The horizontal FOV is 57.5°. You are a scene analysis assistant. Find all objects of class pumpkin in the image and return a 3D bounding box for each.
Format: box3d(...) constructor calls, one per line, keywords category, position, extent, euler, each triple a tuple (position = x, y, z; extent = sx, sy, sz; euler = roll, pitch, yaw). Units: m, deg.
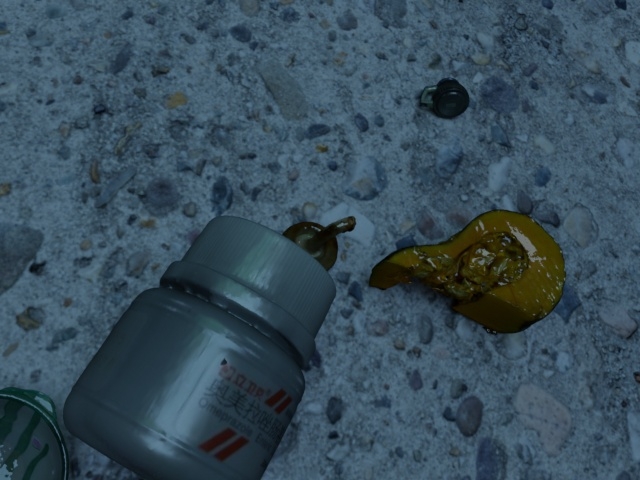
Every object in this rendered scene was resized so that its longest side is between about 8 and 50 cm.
box3d(category="pumpkin", position=(0.235, 0.073, 0.908), extent=(0.281, 0.139, 0.190), euler=(-21, 77, -18))

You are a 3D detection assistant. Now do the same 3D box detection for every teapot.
box3d(category="teapot", position=(0.226, -0.265, 1.069), extent=(0.088, 0.066, 0.057), euler=(-3, 50, 8))

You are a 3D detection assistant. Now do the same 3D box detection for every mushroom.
box3d(category="mushroom", position=(0.003, 0.005, 0.902), extent=(0.130, 0.073, 0.088), euler=(-24, 60, 14))

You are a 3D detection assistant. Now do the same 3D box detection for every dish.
box3d(category="dish", position=(-0.419, 0.279, 0.703), extent=(0.246, 0.078, 0.224), euler=(26, 67, -5))

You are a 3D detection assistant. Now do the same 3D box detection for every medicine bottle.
box3d(category="medicine bottle", position=(-0.134, 0.146, 0.730), extent=(0.245, 0.245, 0.306), euler=(30, 66, -3))
